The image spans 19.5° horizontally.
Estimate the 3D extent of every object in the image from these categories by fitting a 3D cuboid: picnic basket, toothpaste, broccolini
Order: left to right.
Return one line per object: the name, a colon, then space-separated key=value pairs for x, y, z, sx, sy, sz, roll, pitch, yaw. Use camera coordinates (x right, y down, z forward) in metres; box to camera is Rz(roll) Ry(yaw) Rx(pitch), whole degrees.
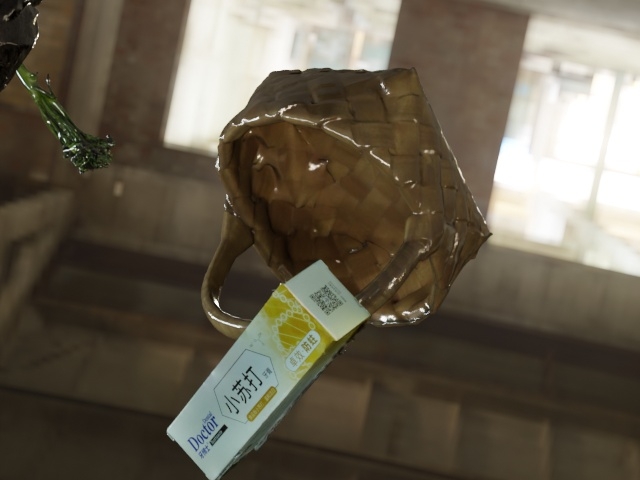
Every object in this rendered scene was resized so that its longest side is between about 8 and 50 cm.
broccolini: x=-0.343 y=-0.185 z=2.388 sx=0.271 sy=0.062 sz=0.123 roll=53 pitch=178 yaw=27
toothpaste: x=-0.059 y=0.142 z=1.957 sx=0.089 sy=0.313 sz=0.071 roll=46 pitch=-134 yaw=8
picnic basket: x=0.000 y=0.000 z=2.110 sx=0.293 sy=0.337 sz=0.337 roll=2 pitch=178 yaw=38

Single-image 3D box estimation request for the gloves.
gloves: x=-0.338 y=-0.174 z=1.823 sx=0.106 sy=0.181 sz=0.129 roll=7 pitch=-175 yaw=3
